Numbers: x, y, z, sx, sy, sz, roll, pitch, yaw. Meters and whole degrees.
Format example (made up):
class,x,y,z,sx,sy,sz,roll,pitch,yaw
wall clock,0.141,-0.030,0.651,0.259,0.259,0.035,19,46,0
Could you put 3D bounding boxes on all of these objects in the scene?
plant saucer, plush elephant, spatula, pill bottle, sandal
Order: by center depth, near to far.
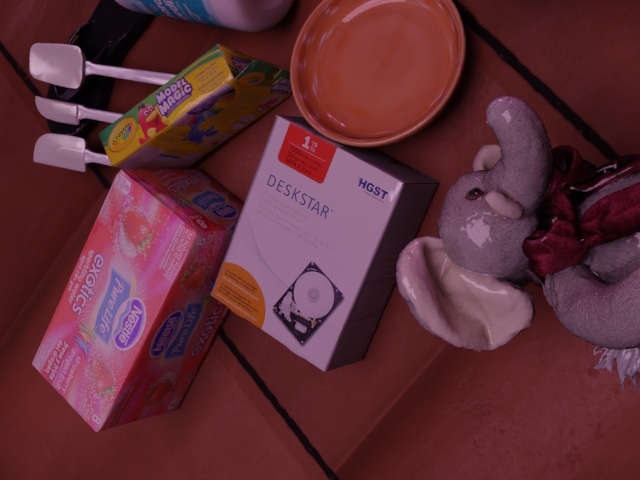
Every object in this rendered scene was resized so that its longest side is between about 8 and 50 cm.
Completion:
class,x,y,z,sx,sy,sz,roll,pitch,yaw
plush elephant,0.219,-0.021,0.845,0.255,0.272,0.330,20,136,9
plant saucer,0.064,-0.193,1.052,0.200,0.037,0.200,-6,74,23
pill bottle,-0.163,-0.336,1.153,0.264,0.146,0.146,17,102,32
spatula,-0.275,-0.164,1.269,0.242,0.019,0.168,11,106,18
sandal,-0.312,-0.249,1.309,0.097,0.054,0.254,44,115,23

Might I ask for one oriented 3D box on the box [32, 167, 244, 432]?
class,x,y,z,sx,sy,sz,roll,pitch,yaw
box,-0.212,0.070,1.206,0.142,0.154,0.300,39,112,25

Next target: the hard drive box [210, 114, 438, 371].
class,x,y,z,sx,sy,sz,roll,pitch,yaw
hard drive box,0.000,0.000,1.102,0.181,0.089,0.232,30,108,28

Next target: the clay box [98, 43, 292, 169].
class,x,y,z,sx,sy,sz,roll,pitch,yaw
clay box,-0.137,-0.157,1.147,0.222,0.127,0.053,-32,75,22
